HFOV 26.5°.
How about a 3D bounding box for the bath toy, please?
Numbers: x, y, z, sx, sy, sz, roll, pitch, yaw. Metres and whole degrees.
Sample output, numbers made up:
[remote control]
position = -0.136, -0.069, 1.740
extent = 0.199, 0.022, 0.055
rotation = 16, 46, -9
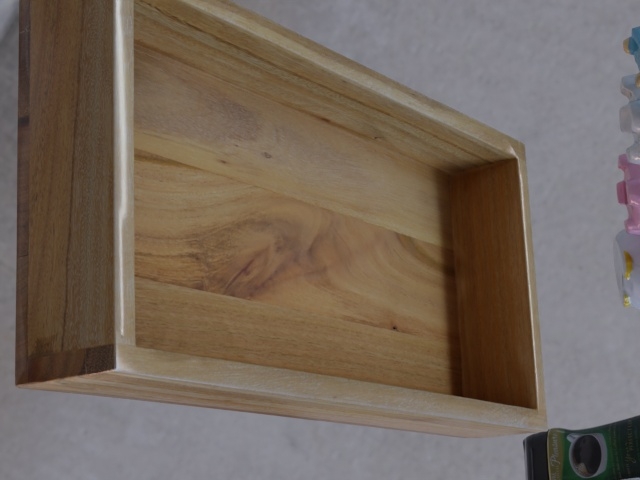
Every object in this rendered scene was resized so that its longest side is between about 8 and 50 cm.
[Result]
[bath toy]
position = 0.367, -0.053, 1.352
extent = 0.348, 0.129, 0.151
rotation = 81, 5, -47

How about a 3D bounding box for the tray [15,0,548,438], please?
[tray]
position = 0.000, 0.000, 0.790
extent = 0.411, 0.076, 0.203
rotation = 16, 67, -51

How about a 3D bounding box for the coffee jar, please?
[coffee jar]
position = 0.293, 0.225, 1.351
extent = 0.079, 0.184, 0.096
rotation = 49, 35, -46

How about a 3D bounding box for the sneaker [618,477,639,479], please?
[sneaker]
position = 0.190, 0.126, 0.623
extent = 0.158, 0.065, 0.061
rotation = -26, -135, 43
